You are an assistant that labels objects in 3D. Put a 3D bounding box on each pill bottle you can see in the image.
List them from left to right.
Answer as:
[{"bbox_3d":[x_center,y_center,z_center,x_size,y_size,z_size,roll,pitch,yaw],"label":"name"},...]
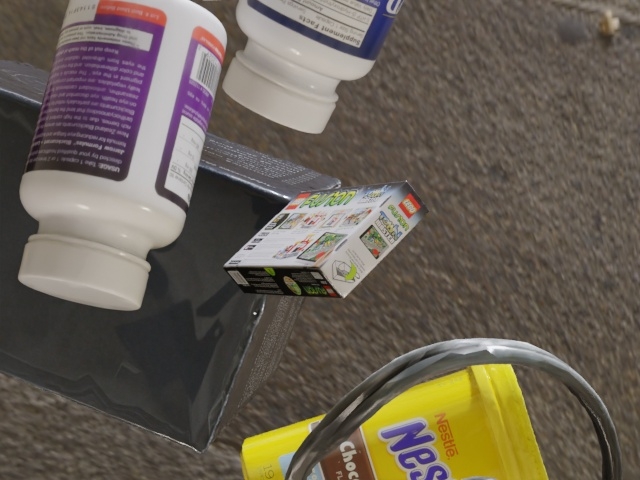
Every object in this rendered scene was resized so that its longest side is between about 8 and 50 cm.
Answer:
[{"bbox_3d":[-0.132,-0.058,0.909,0.108,0.108,0.194,8,76,18],"label":"pill bottle"},{"bbox_3d":[0.002,-0.180,1.032,0.112,0.112,0.187,32,106,23],"label":"pill bottle"}]

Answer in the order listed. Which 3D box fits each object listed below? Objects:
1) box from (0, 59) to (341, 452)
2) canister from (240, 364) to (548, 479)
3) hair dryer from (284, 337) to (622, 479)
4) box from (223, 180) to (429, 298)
[{"bbox_3d":[-0.259,-0.010,1.670,0.479,0.472,0.298,21,95,5],"label":"box"},{"bbox_3d":[0.049,0.152,0.850,0.169,0.073,0.126,-18,93,2],"label":"canister"},{"bbox_3d":[0.094,0.156,0.391,0.223,0.294,0.080,21,37,16],"label":"hair dryer"},{"bbox_3d":[0.000,0.000,1.264,0.114,0.207,0.036,-44,108,-20],"label":"box"}]
